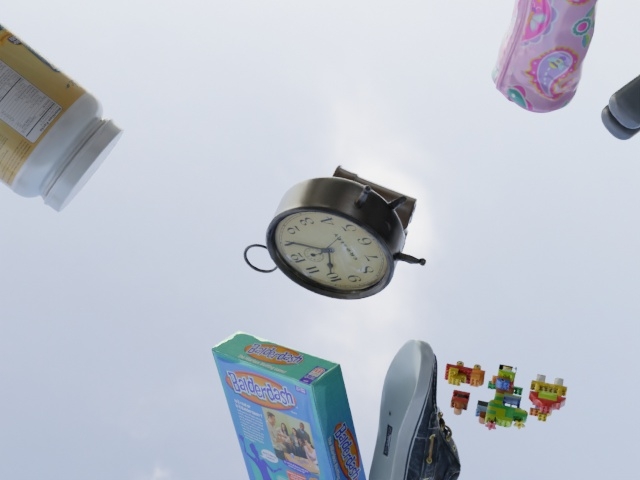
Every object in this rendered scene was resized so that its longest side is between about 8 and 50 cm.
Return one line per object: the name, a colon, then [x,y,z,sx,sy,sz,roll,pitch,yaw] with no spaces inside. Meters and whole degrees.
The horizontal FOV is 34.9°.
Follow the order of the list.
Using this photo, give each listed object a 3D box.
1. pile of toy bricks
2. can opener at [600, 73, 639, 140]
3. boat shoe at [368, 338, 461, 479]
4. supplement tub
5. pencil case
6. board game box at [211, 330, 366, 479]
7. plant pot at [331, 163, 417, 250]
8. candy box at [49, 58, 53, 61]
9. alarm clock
pile of toy bricks: [0.315,0.290,1.779,0.212,0.118,0.105,9,-145,13]
can opener: [0.414,-0.229,1.119,0.095,0.283,0.076,52,174,12]
boat shoe: [0.108,0.194,1.067,0.083,0.183,0.065,9,-172,-25]
supplement tub: [-0.338,-0.140,1.146,0.199,0.144,0.144,38,-141,-9]
pencil case: [0.288,-0.300,1.254,0.124,0.284,0.124,3,-137,-3]
board game box: [-0.029,0.213,1.117,0.047,0.160,0.210,-33,-58,-37]
plant pot: [0.091,-0.044,1.952,0.165,0.167,0.167,16,-140,6]
candy box: [-0.523,-0.274,1.623,0.196,0.070,0.165,23,-162,-29]
alarm clock: [0.000,0.000,1.006,0.129,0.192,0.064,51,-140,-31]
